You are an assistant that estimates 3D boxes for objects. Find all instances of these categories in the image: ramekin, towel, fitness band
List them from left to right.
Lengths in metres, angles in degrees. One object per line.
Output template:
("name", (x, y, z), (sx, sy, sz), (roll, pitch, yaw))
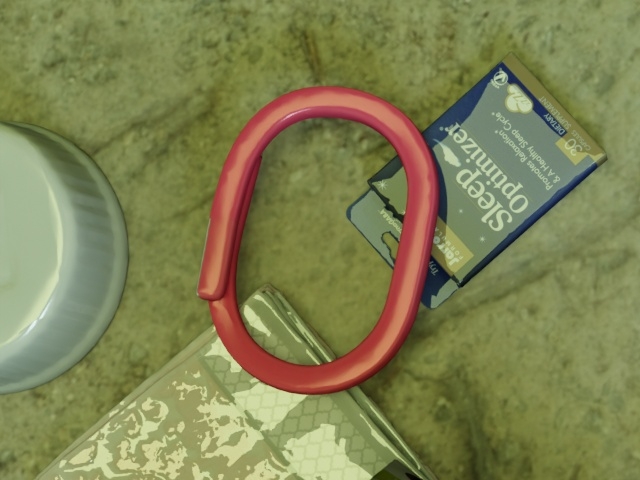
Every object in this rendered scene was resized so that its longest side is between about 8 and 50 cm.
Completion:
("ramekin", (-0.337, 0.010, 1.720), (0.277, 0.135, 0.277), (-1, 84, 10))
("towel", (-0.064, 0.258, 1.686), (0.317, 0.053, 0.332), (-43, 78, 3))
("fitness band", (0.000, 0.000, 1.665), (0.209, 0.054, 0.291), (11, 83, 8))

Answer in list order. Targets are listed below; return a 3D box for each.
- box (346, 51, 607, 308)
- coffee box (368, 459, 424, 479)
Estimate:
("box", (0.145, -0.054, 1.693), (0.225, 0.036, 0.136), (-42, 79, 4))
("coffee box", (0.092, 0.415, 1.456), (0.337, 0.334, 0.338), (35, 90, 8))
